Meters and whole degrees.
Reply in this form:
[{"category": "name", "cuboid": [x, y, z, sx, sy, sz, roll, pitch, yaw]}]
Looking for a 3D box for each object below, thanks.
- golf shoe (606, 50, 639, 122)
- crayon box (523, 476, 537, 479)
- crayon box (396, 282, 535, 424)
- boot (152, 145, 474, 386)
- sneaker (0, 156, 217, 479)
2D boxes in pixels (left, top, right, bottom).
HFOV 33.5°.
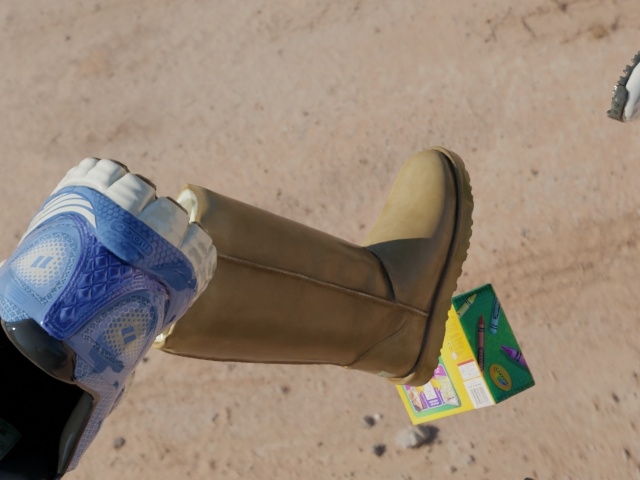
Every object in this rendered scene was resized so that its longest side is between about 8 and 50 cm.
[{"category": "golf shoe", "cuboid": [0.347, -0.142, 0.941, 0.198, 0.077, 0.094, -24, 50, -20]}, {"category": "crayon box", "cuboid": [0.206, 0.306, 0.786, 0.081, 0.318, 0.202, 21, 83, 41]}, {"category": "crayon box", "cuboid": [0.201, 0.183, 1.655, 0.081, 0.278, 0.165, -20, 83, -25]}, {"category": "boot", "cuboid": [0.000, 0.000, 0.904, 0.089, 0.269, 0.236, -10, 68, 54]}, {"category": "sneaker", "cuboid": [-0.184, 0.080, 0.648, 0.129, 0.330, 0.147, 38, 54, -2]}]
